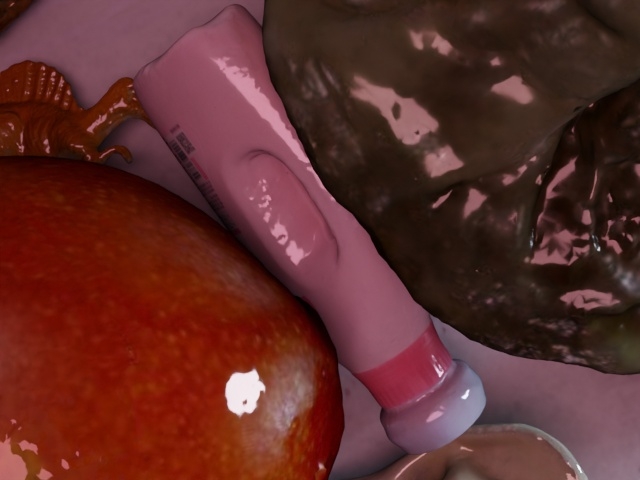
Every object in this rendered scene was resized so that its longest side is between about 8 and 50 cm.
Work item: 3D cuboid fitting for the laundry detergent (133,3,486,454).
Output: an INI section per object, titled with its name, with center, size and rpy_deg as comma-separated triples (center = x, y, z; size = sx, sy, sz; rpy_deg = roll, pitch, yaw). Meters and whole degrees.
[laundry detergent]
center = 0.000, 0.000, 0.727
size = 0.088, 0.159, 0.335
rpy_deg = -38, 99, -21

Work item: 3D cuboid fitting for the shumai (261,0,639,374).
[shumai]
center = 0.183, -0.126, 0.564
size = 0.397, 0.323, 0.324
rpy_deg = 43, 65, -5

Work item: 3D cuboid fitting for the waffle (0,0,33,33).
[waffle]
center = -0.342, -0.131, 0.697
size = 0.308, 0.213, 0.091
rpy_deg = -43, 84, 7

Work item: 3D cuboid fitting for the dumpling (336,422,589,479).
[dumpling]
center = 0.076, 0.275, 0.770
size = 0.243, 0.187, 0.318
rpy_deg = 20, 86, 40

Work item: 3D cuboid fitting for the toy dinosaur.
[toy dinosaur]
center = -0.232, -0.083, 0.778
size = 0.212, 0.057, 0.142
rpy_deg = 23, 94, 3

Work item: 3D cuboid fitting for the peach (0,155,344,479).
[peach]
center = -0.175, 0.121, 0.649
size = 0.389, 0.388, 0.388
rpy_deg = 1, 98, 5
